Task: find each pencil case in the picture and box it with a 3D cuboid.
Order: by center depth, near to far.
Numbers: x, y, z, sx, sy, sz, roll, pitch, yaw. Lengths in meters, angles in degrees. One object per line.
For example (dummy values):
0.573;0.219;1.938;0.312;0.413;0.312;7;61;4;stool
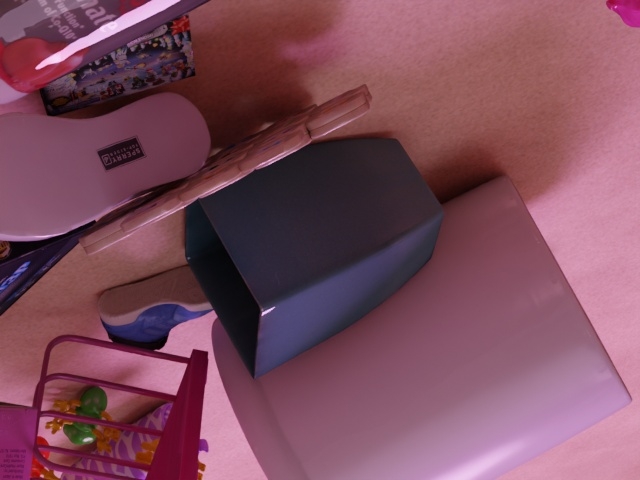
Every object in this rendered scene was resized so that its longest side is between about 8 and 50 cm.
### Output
-0.248;0.294;2.031;0.206;0.086;0.088;-32;128;20;pencil case

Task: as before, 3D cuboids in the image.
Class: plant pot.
0.000;0.000;1.603;0.234;0.165;0.165;-23;155;-17;plant pot

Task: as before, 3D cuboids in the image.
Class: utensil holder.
0.120;0.143;1.785;0.385;0.327;0.327;-29;153;7;utensil holder

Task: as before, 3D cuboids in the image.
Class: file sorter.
-0.254;0.273;1.727;0.182;0.202;0.290;13;132;-11;file sorter

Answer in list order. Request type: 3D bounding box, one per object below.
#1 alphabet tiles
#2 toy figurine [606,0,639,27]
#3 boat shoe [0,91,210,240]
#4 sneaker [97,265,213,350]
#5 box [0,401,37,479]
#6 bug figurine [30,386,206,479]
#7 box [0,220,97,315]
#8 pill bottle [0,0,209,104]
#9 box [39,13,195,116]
-0.082;-0.066;1.393;0.284;0.021;0.278;-27;-171;7;alphabet tiles
0.350;-0.264;1.469;0.159;0.130;0.173;-23;-178;31;toy figurine
-0.227;-0.060;1.324;0.102;0.108;0.301;-22;-177;39;boat shoe
-0.170;0.080;1.725;0.152;0.058;0.084;-14;147;-8;sneaker
-0.451;0.209;1.559;0.243;0.117;0.214;3;175;41;box
-0.263;0.291;1.941;0.279;0.072;0.216;26;121;-8;bug figurine
-0.338;0.045;1.470;0.220;0.051;0.175;-39;174;30;box
-0.125;-0.237;1.043;0.319;0.176;0.176;-26;153;7;pill bottle
-0.177;-0.157;1.315;0.137;0.027;0.094;-18;153;-9;box
